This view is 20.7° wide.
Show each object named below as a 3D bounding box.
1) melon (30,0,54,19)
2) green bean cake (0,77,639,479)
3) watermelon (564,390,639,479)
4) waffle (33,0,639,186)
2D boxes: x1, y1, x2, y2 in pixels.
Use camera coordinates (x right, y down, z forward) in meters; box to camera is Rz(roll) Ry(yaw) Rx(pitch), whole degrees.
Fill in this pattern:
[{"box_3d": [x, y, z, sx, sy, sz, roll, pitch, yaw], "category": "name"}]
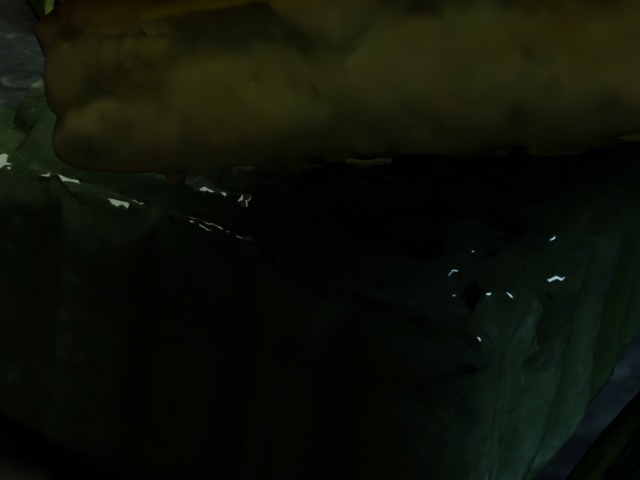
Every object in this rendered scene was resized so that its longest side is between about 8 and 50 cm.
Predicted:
[{"box_3d": [-0.077, -0.121, 0.896, 0.118, 0.064, 0.209, -8, 34, -25], "category": "melon"}, {"box_3d": [0.000, 0.000, 0.633, 0.222, 0.125, 0.227, 17, 26, 19], "category": "green bean cake"}, {"box_3d": [0.154, 0.107, 0.333, 0.292, 0.250, 0.283, 11, 34, 16], "category": "watermelon"}, {"box_3d": [0.117, -0.102, 0.515, 0.261, 0.114, 0.376, -2, 10, 37], "category": "waffle"}]
